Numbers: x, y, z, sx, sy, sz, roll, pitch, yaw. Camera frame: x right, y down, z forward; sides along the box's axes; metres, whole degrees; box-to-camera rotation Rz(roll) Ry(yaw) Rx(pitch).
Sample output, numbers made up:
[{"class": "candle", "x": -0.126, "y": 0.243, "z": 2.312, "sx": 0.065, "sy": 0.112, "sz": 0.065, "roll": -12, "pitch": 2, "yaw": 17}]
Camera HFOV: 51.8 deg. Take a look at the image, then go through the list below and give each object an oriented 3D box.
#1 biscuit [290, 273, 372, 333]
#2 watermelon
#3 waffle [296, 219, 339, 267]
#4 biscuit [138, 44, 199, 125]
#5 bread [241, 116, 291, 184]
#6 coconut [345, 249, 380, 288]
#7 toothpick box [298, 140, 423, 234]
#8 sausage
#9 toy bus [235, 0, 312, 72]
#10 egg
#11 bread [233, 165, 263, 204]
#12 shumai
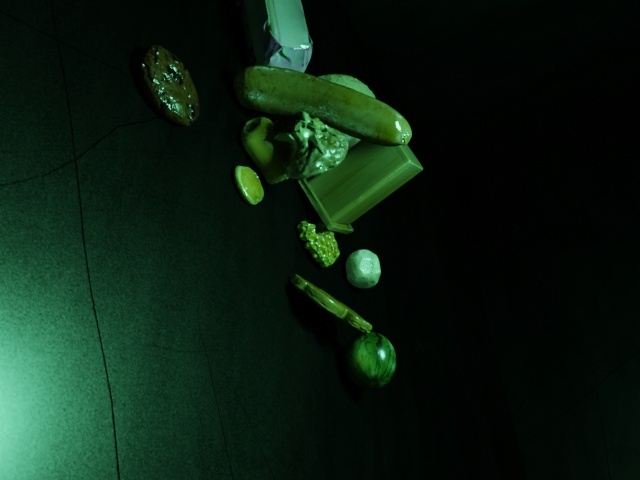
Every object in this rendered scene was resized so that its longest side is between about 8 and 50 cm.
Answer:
[{"class": "biscuit", "x": 0.027, "y": 0.164, "z": 1.662, "sx": 0.249, "sy": 0.035, "sz": 0.184, "roll": 36, "pitch": -2, "yaw": -42}, {"class": "watermelon", "x": 0.128, "y": 0.296, "z": 1.730, "sx": 0.141, "sy": 0.140, "sz": 0.187, "roll": 46, "pitch": 29, "yaw": -42}, {"class": "waffle", "x": 0.003, "y": -0.001, "z": 1.863, "sx": 0.149, "sy": 0.051, "sz": 0.194, "roll": 65, "pitch": 21, "yaw": -5}, {"class": "biscuit", "x": -0.326, "y": -0.337, "z": 1.439, "sx": 0.192, "sy": 0.049, "sz": 0.192, "roll": 48, "pitch": 32, "yaw": -43}, {"class": "bread", "x": -0.133, "y": -0.243, "z": 1.742, "sx": 0.173, "sy": 0.085, "sz": 0.134, "roll": 55, "pitch": 24, "yaw": -27}, {"class": "coconut", "x": 0.131, "y": 0.080, "z": 2.003, "sx": 0.110, "sy": 0.110, "sz": 0.125, "roll": 44, "pitch": 35, "yaw": -44}, {"class": "toothpick box", "x": 0.124, "y": -0.183, "z": 1.931, "sx": 0.188, "sy": 0.308, "sz": 0.190, "roll": 59, "pitch": 18, "yaw": 16}, {"class": "sausage", "x": 0.009, "y": -0.368, "z": 1.780, "sx": 0.123, "sy": 0.500, "sz": 0.136, "roll": 109, "pitch": -3, "yaw": -50}, {"class": "toy bus", "x": -0.139, "y": -0.648, "z": 1.958, "sx": 0.171, "sy": 0.162, "sz": 0.387, "roll": 0, "pitch": 64, "yaw": -27}, {"class": "egg", "x": 0.050, "y": -0.406, "z": 2.111, "sx": 0.310, "sy": 0.279, "sz": 0.279, "roll": 20, "pitch": 48, "yaw": -39}, {"class": "bread", "x": -0.176, "y": -0.137, "z": 1.616, "sx": 0.110, "sy": 0.024, "sz": 0.110, "roll": 50, "pitch": 26, "yaw": -36}, {"class": "shumai", "x": -0.029, "y": -0.255, "z": 1.678, "sx": 0.209, "sy": 0.161, "sz": 0.153, "roll": -45, "pitch": 120, "yaw": -34}]
